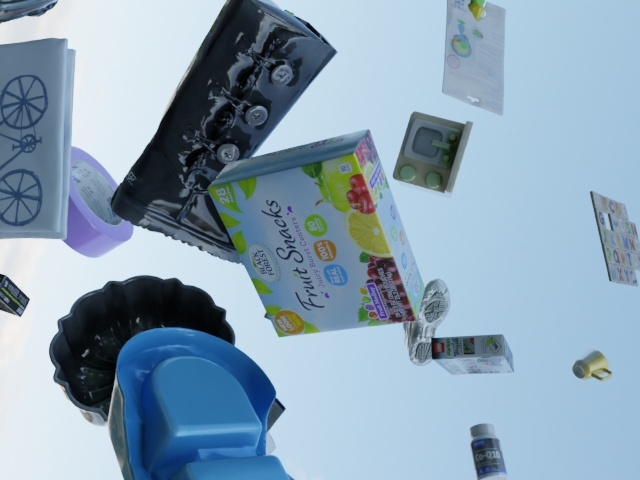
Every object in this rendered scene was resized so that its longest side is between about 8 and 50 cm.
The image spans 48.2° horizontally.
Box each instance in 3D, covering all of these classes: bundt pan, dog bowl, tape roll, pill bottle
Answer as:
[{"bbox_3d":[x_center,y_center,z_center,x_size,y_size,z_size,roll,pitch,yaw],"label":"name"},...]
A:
[{"bbox_3d":[-0.325,0.226,1.331,0.124,0.331,0.331,102,-22,-44],"label":"bundt pan"},{"bbox_3d":[-0.098,0.206,0.648,0.297,0.166,0.074,52,-58,41],"label":"dog bowl"},{"bbox_3d":[-0.585,-0.095,1.775,0.090,0.275,0.274,-29,-133,12],"label":"tape roll"},{"bbox_3d":[0.419,0.537,1.800,0.078,0.078,0.137,-48,-144,43],"label":"pill bottle"}]

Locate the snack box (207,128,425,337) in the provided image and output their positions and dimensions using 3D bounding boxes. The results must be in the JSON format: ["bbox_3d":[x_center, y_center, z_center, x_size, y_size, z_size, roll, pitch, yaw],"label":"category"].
[{"bbox_3d":[0.000,0.000,0.783,0.175,0.207,0.070,-10,-153,24],"label":"snack box"}]

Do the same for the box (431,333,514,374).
[{"bbox_3d":[0.259,0.194,1.200,0.114,0.207,0.036,-5,-108,17],"label":"box"}]

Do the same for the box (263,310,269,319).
[{"bbox_3d":[-0.019,0.015,1.239,0.231,0.056,0.183,120,-10,-46],"label":"box"}]

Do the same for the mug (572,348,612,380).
[{"bbox_3d":[0.602,0.281,1.596,0.078,0.064,0.062,-20,-93,60],"label":"mug"}]

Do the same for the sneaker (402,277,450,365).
[{"bbox_3d":[0.256,0.197,1.836,0.115,0.090,0.232,-136,-120,-64],"label":"sneaker"}]

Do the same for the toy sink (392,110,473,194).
[{"bbox_3d":[0.238,-0.182,1.528,0.234,0.131,0.152,-13,119,-80],"label":"toy sink"}]

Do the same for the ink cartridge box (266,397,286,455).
[{"bbox_3d":[-0.218,0.462,1.533,0.371,0.069,0.176,-53,-136,0],"label":"ink cartridge box"}]

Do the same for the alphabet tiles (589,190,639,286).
[{"bbox_3d":[0.664,0.003,1.579,0.009,0.237,0.198,-20,-109,40],"label":"alphabet tiles"}]

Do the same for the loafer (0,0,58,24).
[{"bbox_3d":[-0.415,-0.367,1.048,0.267,0.096,0.084,-75,-173,-49],"label":"loafer"}]

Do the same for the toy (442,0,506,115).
[{"bbox_3d":[0.280,-0.351,1.348,0.056,0.137,0.237,153,-52,-62],"label":"toy"}]

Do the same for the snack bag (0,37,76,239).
[{"bbox_3d":[-0.558,-0.154,1.149,0.037,0.343,0.323,32,57,-78],"label":"snack bag"}]

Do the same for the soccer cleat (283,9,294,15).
[{"bbox_3d":[-0.050,-0.367,1.351,0.072,0.060,0.179,-60,165,-5],"label":"soccer cleat"}]

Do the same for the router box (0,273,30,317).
[{"bbox_3d":[-0.541,0.078,1.167,0.122,0.092,0.038,98,12,-67],"label":"router box"}]

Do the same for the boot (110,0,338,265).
[{"bbox_3d":[-0.119,-0.186,1.299,0.445,0.367,0.146,-56,-132,13],"label":"boot"}]
